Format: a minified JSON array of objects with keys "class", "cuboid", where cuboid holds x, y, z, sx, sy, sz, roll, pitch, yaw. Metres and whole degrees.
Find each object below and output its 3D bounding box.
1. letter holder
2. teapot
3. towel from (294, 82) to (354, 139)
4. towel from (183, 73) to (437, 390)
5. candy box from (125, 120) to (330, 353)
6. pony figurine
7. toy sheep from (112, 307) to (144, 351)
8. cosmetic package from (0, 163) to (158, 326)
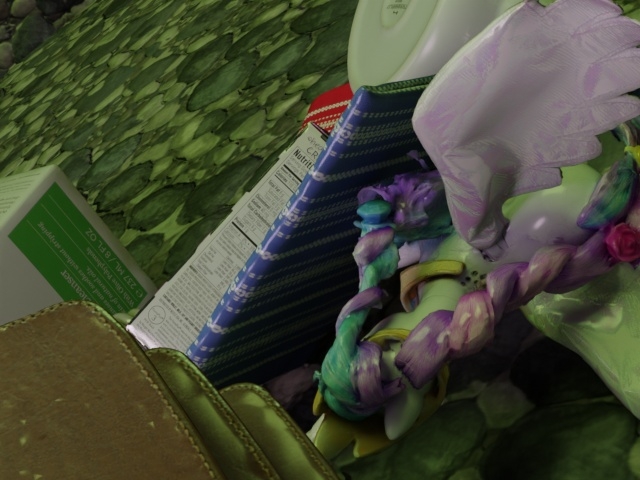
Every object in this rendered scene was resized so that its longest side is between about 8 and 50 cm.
[{"class":"letter holder","cuboid":[-0.057,0.175,0.722,0.214,0.152,0.302,-23,52,-15]},{"class":"teapot","cuboid":[0.152,-0.203,1.414,0.252,0.187,0.256,-52,29,40]},{"class":"towel","cuboid":[0.027,-0.098,1.563,0.198,0.031,0.275,-20,29,34]},{"class":"towel","cuboid":[0.000,0.000,1.130,0.336,0.040,0.243,-55,-17,27]},{"class":"candy box","cuboid":[-0.043,0.016,1.257,0.233,0.071,0.159,-47,-14,5]},{"class":"pony figurine","cuboid":[0.158,-0.006,0.990,0.351,0.303,0.363,-33,10,34]},{"class":"toy sheep","cuboid":[-0.183,0.108,1.413,0.132,0.091,0.091,-44,25,-29]},{"class":"cosmetic package","cuboid":[-0.355,0.118,1.486,0.155,0.197,0.366,-10,37,44]}]
